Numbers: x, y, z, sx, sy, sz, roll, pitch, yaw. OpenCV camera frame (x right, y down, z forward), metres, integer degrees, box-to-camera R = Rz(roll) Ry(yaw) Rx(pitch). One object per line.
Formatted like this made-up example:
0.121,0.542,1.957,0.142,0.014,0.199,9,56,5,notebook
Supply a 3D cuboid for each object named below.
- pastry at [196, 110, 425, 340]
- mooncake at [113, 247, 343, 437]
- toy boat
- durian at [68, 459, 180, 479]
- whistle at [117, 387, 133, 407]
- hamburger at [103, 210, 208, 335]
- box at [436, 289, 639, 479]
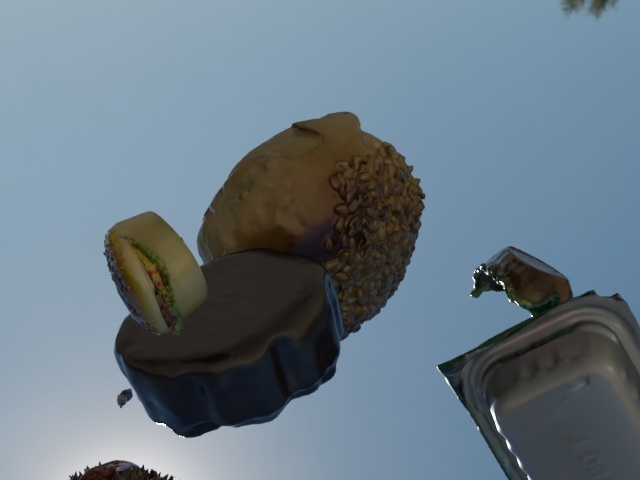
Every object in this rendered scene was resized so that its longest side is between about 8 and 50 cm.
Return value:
0.000,0.000,1.427,0.245,0.409,0.410,34,-135,31,pastry
-0.107,0.129,1.114,0.283,0.141,0.283,-16,-157,7,mooncake
0.291,0.062,1.344,0.109,0.099,0.293,19,-178,-11,toy boat
-0.352,0.556,1.594,0.348,0.347,0.384,-27,-152,-34,durian
-0.444,0.353,2.043,0.029,0.033,0.083,-8,-170,7,whistle
-0.173,0.037,0.927,0.081,0.126,0.141,-35,-129,-21,hamburger
0.345,0.260,1.181,0.264,0.336,0.106,-30,-173,18,box
